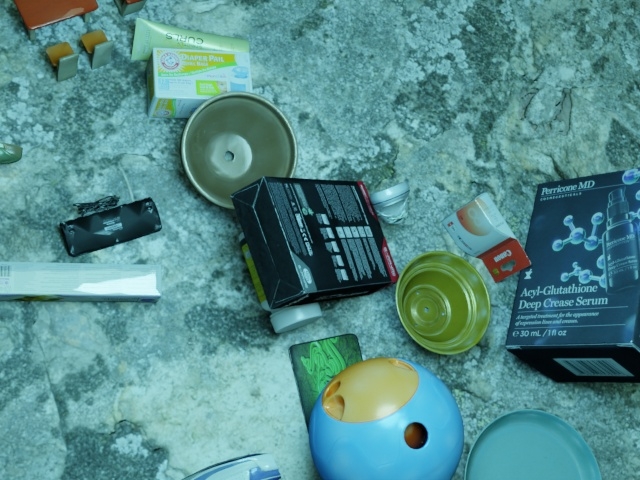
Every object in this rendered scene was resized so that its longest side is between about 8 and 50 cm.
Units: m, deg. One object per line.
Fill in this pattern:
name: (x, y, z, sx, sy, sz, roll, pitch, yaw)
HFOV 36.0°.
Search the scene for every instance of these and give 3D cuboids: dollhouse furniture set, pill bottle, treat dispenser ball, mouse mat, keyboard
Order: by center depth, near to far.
treat dispenser ball: (0.121, 0.359, 1.825, 0.288, 0.288, 0.288, 5, 72, -17)
keyboard: (-0.412, -0.040, 1.921, 0.192, 0.038, 0.100, -18, 103, -24)
pill bottle: (-0.076, 0.068, 1.944, 0.119, 0.119, 0.208, -15, 78, -22)
mouse mat: (0.026, 0.288, 1.971, 0.153, 0.007, 0.189, -10, 76, -21)
dollhouse furniture set: (-0.480, -0.493, 1.975, 0.259, 0.135, 0.262, -26, 83, -24)

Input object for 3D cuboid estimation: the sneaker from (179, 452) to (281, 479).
sneaker: (-0.211, 0.512, 1.768, 0.315, 0.127, 0.182, -21, 85, -16)

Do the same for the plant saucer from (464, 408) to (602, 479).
plant saucer: (0.431, 0.508, 2.018, 0.318, 0.044, 0.317, 6, 72, -18)

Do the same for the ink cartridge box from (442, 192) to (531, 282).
ink cartridge box: (0.350, 0.003, 2.093, 0.045, 0.145, 0.179, -26, 84, -29)

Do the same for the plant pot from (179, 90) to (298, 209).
plant pot: (-0.172, -0.176, 1.979, 0.237, 0.110, 0.237, 0, 89, -20)

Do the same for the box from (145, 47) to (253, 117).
box: (-0.250, -0.319, 2.015, 0.203, 0.103, 0.114, -1, 74, -19)

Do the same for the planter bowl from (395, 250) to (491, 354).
planter bowl: (0.237, 0.136, 2.042, 0.217, 0.090, 0.217, 6, 72, -20)

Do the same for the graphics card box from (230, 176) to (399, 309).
graphics card box: (0.000, 0.000, 1.902, 0.371, 0.094, 0.232, -4, 71, -59)

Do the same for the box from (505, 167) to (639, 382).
box: (0.593, 0.078, 2.039, 0.212, 0.293, 0.395, 33, 62, -36)

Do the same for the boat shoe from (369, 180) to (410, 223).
boat shoe: (0.153, -0.072, 2.014, 0.083, 0.226, 0.075, -20, 89, 7)

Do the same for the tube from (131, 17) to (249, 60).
tube: (-0.270, -0.403, 2.056, 0.240, 0.062, 0.070, 5, 79, -18)

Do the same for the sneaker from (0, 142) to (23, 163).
sneaker: (-0.662, -0.143, 1.849, 0.192, 0.064, 0.086, 4, 80, -17)

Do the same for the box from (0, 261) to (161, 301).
box: (-0.462, 0.079, 1.842, 0.324, 0.063, 0.067, 1, 75, -18)
